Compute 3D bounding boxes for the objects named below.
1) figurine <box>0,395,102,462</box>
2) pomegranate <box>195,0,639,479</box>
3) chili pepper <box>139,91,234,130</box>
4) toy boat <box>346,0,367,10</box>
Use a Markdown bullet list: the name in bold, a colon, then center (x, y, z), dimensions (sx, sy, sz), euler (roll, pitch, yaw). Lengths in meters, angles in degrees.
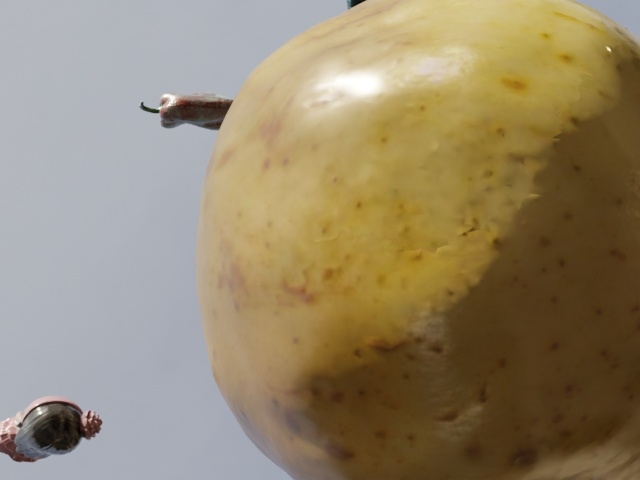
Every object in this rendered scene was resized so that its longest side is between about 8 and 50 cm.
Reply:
- **figurine**: center (-0.267, 0.189, 1.184), dimensions (0.072, 0.129, 0.054), euler (26, -125, -27)
- **pomegranate**: center (0.120, 0.010, 0.809), dimensions (0.410, 0.410, 0.410), euler (-6, -78, -27)
- **chili pepper**: center (-0.114, -0.136, 1.291), dimensions (0.153, 0.050, 0.041), euler (2, -73, -10)
- **toy boat**: center (0.066, -0.329, 1.510), dimensions (0.060, 0.061, 0.137), euler (13, -92, 8)
